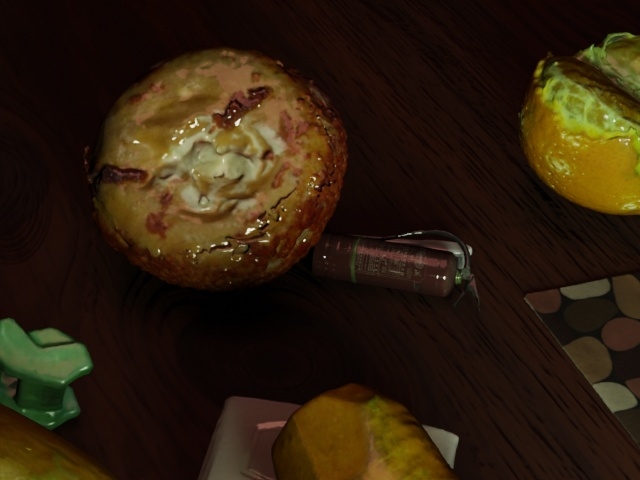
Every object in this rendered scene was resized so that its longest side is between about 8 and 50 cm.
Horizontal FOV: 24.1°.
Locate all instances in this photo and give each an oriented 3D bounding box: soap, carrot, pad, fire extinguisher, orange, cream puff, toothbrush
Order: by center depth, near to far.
[{"bbox_3d":[0.078,0.226,0.975,0.114,0.114,0.302,-21,58,-30],"label":"carrot"},{"bbox_3d":[0.005,0.187,1.124,0.183,0.063,0.121,7,38,8],"label":"soap"},{"bbox_3d":[0.298,0.101,1.313,0.158,0.003,0.235,-10,37,-17],"label":"pad"},{"bbox_3d":[-0.095,-0.062,1.364,0.240,0.164,0.240,-1,79,5],"label":"cream puff"},{"bbox_3d":[0.075,0.018,1.377,0.157,0.045,0.078,9,61,11],"label":"fire extinguisher"},{"bbox_3d":[0.000,0.000,1.426,0.288,0.024,0.021,7,33,9],"label":"toothbrush"},{"bbox_3d":[0.302,-0.109,1.474,0.237,0.158,0.179,-25,50,-38],"label":"orange"}]

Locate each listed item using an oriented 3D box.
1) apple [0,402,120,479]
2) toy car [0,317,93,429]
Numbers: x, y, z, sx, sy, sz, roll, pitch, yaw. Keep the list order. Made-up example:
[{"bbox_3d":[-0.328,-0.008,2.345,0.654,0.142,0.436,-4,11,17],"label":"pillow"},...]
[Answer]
[{"bbox_3d":[-0.243,0.251,0.833,0.374,0.374,0.384,-23,3,-31],"label":"apple"},{"bbox_3d":[-0.370,0.099,1.120,0.359,0.213,0.176,-19,75,-22],"label":"toy car"}]
